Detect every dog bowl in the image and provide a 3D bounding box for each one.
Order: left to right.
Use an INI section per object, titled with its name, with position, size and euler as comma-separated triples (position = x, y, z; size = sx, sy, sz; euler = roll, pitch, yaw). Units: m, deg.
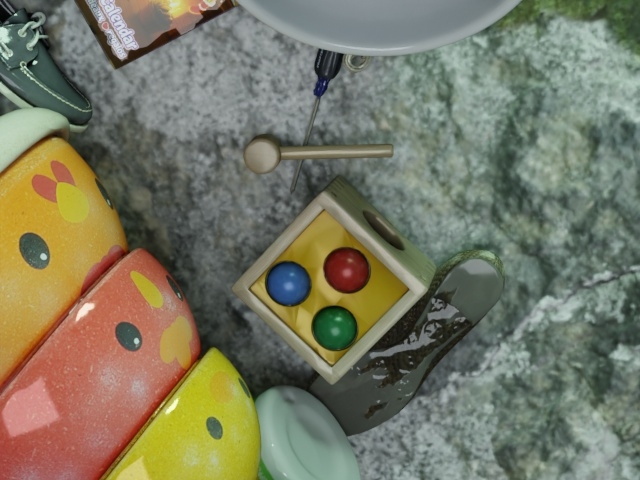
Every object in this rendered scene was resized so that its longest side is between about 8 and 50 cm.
[dog bowl]
position = 0.044, -0.268, 1.014
size = 0.265, 0.104, 0.265
euler = 2, 143, 2

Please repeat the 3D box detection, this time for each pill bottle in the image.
[pill bottle]
position = -0.094, 0.252, 1.283
size = 0.246, 0.136, 0.136
euler = -36, 106, 24

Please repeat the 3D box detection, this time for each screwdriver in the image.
[screwdriver]
position = -0.008, -0.120, 1.234
size = 0.025, 0.024, 0.169
euler = 30, 115, 20

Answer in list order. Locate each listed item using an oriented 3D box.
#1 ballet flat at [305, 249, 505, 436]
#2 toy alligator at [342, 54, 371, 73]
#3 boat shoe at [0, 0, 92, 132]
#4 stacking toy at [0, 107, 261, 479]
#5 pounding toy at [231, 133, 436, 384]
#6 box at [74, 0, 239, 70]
[ballet flat]
position = 0.079, 0.097, 1.293
size = 0.084, 0.058, 0.250
euler = 41, 108, -10
[toy alligator]
position = 0.069, -0.229, 1.169
size = 0.056, 0.051, 0.189
euler = 19, 101, -18
[boat shoe]
position = -0.272, -0.178, 1.176
size = 0.206, 0.075, 0.065
euler = 42, 106, -9
[stacking toy]
position = -0.167, 0.153, 1.115
size = 0.480, 0.350, 0.350
euler = 38, 104, -4
[pounding toy]
position = 0.002, -0.010, 1.203
size = 0.206, 0.094, 0.181
euler = 43, 107, -1
[box]
position = -0.158, -0.320, 1.139
size = 0.201, 0.057, 0.293
euler = -27, 107, 7
